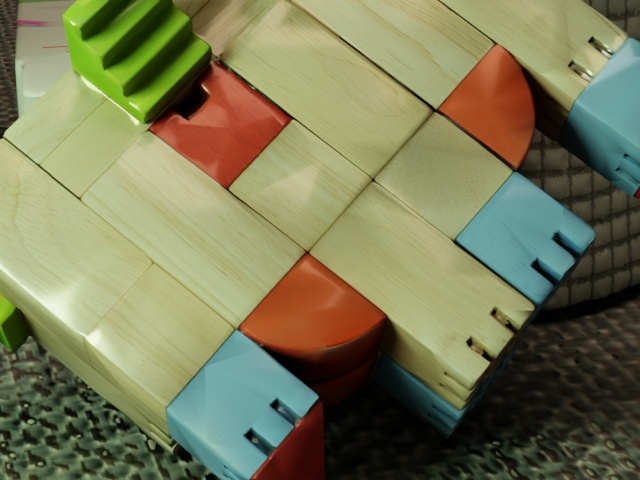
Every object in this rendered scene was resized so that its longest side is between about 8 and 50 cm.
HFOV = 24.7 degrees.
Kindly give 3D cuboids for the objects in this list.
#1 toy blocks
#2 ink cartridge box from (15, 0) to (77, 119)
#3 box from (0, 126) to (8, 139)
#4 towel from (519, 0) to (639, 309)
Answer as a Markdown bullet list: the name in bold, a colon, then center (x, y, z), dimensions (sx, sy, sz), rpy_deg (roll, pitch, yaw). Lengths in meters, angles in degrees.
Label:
- **toy blocks**: center (0.011, -0.019, 0.716), dimensions (0.261, 0.191, 0.381), rpy_deg (39, 71, 11)
- **ink cartridge box**: center (-0.122, -0.105, 1.094), dimensions (0.207, 0.119, 0.353), rpy_deg (-3, 20, -9)
- **box**: center (-0.266, -0.051, 1.036), dimensions (0.083, 0.062, 0.052), rpy_deg (12, 23, 29)
- **towel**: center (0.185, -0.102, 0.933), dimensions (0.283, 0.235, 0.121), rpy_deg (-18, 21, -39)
